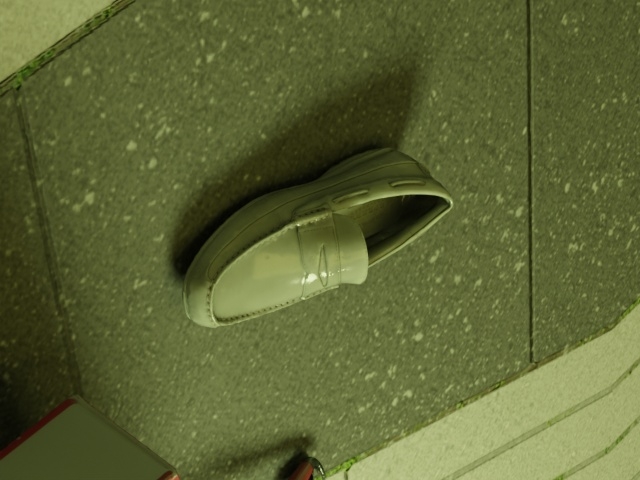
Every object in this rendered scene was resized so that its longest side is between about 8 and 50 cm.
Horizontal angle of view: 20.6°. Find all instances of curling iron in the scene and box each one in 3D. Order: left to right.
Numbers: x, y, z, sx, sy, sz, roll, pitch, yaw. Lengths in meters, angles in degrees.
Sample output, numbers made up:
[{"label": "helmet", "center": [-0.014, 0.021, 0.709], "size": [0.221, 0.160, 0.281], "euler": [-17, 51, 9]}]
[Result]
[{"label": "curling iron", "center": [-0.055, 0.323, 1.887], "size": [0.274, 0.035, 0.068], "euler": [-51, 134, -54]}]

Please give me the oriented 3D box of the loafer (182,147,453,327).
[{"label": "loafer", "center": [0.000, 0.000, 1.774], "size": [0.319, 0.111, 0.112], "euler": [-33, 133, -32]}]

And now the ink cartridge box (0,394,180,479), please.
[{"label": "ink cartridge box", "center": [-0.223, 0.377, 1.568], "size": [0.279, 0.160, 0.384], "euler": [-40, 137, -26]}]
